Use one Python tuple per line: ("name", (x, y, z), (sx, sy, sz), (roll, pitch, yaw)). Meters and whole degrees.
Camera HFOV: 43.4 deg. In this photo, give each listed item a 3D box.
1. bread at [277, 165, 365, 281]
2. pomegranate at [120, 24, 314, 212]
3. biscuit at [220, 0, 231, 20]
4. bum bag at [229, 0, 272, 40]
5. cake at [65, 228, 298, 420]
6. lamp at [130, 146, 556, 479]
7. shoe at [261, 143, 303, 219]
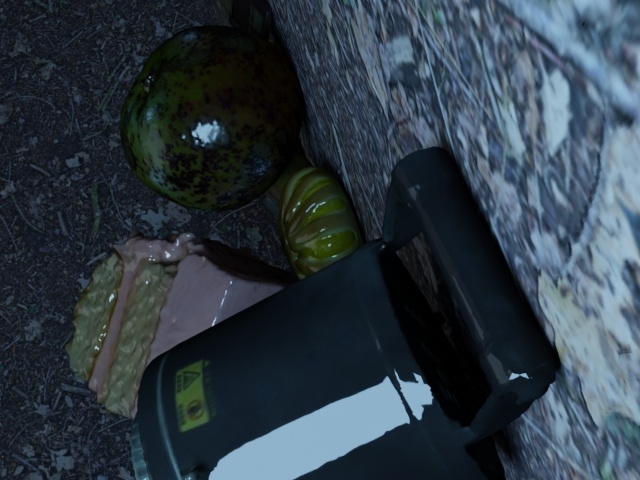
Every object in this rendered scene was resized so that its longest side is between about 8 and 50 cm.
("bread", (0.000, 0.000, 1.087), (0.213, 0.104, 0.214), (165, 90, -85))
("pomegranate", (-0.121, -0.154, 1.207), (0.340, 0.285, 0.285), (32, -157, -38))
("biscuit", (-0.200, -0.532, 1.767), (0.290, 0.038, 0.141), (122, 129, -84))
("bum bag", (-0.110, -0.361, 1.286), (0.109, 0.026, 0.159), (104, 147, -43))
("cake", (-0.161, 0.148, 1.195), (0.306, 0.314, 0.293), (23, 95, 46))
("lamp", (-0.007, 0.134, 0.600), (0.374, 0.272, 0.205), (80, 169, -61))
("shoe", (-0.059, -0.083, 1.490), (0.103, 0.100, 0.251), (-175, 69, -83))
